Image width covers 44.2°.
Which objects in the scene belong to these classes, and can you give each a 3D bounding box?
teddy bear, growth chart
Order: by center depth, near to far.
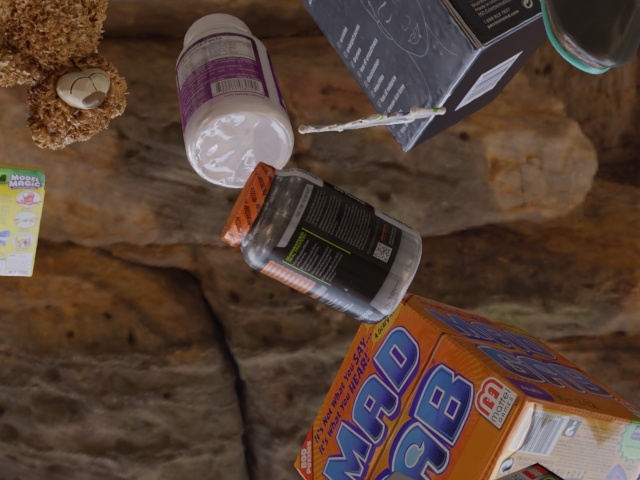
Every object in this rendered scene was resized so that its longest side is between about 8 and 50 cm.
[{"bbox_3d":[-0.363,-0.291,1.031,0.113,0.338,0.245,-6,-171,31],"label":"teddy bear"},{"bbox_3d":[0.093,-0.217,1.428,0.237,0.021,0.172,-6,-175,24],"label":"growth chart"}]

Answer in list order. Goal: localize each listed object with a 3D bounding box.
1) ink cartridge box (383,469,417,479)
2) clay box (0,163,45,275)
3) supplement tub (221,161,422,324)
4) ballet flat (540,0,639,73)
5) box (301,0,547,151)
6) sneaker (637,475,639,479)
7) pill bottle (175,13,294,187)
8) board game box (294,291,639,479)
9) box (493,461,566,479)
[{"bbox_3d":[0.065,0.285,0.700,0.052,0.123,0.088,14,-149,41],"label":"ink cartridge box"},{"bbox_3d":[-0.476,-0.038,1.146,0.127,0.222,0.053,3,-135,-25],"label":"clay box"},{"bbox_3d":[0.000,0.000,0.828,0.190,0.117,0.117,28,-173,-12],"label":"supplement tub"},{"bbox_3d":[0.244,-0.235,0.647,0.096,0.095,0.280,-51,-174,40],"label":"ballet flat"},{"bbox_3d":[0.227,-0.531,1.701,0.297,0.472,0.480,-32,171,-19],"label":"box"},{"bbox_3d":[0.501,0.440,1.385,0.232,0.090,0.081,-55,-153,-12],"label":"sneaker"},{"bbox_3d":[-0.150,-0.241,1.293,0.169,0.169,0.302,-11,-133,-5],"label":"pill bottle"},{"bbox_3d":[0.243,0.336,1.280,0.356,0.356,0.356,18,-169,-36],"label":"board game box"},{"bbox_3d":[0.248,0.310,0.844,0.114,0.036,0.207,-17,-169,-17],"label":"box"}]
